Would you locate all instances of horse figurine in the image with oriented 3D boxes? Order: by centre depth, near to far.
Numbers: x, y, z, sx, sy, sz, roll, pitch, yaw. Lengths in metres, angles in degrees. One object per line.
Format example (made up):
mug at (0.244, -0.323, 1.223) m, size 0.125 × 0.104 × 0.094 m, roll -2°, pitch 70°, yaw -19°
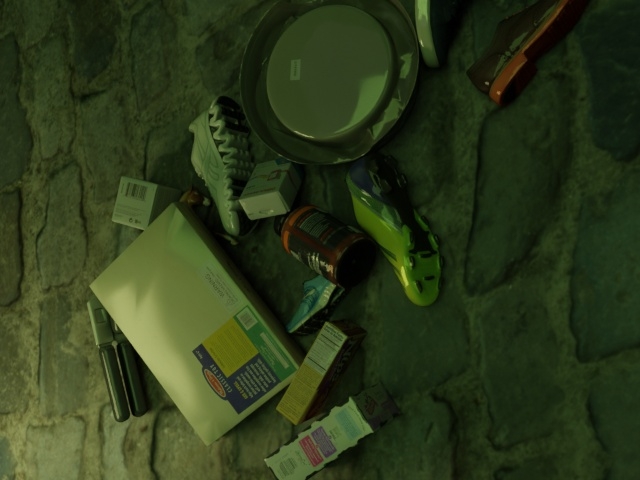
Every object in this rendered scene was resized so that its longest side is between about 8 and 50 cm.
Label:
horse figurine at (-0.282, 0.036, 1.307) m, size 0.174 × 0.066 × 0.263 m, roll 37°, pitch 98°, yaw 14°

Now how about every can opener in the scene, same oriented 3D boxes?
can opener at (-0.429, 0.239, 1.340) m, size 0.093 × 0.074 × 0.280 m, roll -26°, pitch 76°, yaw 57°

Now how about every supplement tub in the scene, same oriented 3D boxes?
supplement tub at (0.000, 0.000, 1.152) m, size 0.198 × 0.106 × 0.106 m, roll 33°, pitch 99°, yaw 39°

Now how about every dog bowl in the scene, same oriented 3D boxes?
dog bowl at (0.024, -0.303, 1.179) m, size 0.348 × 0.102 × 0.349 m, roll -2°, pitch 84°, yaw 23°

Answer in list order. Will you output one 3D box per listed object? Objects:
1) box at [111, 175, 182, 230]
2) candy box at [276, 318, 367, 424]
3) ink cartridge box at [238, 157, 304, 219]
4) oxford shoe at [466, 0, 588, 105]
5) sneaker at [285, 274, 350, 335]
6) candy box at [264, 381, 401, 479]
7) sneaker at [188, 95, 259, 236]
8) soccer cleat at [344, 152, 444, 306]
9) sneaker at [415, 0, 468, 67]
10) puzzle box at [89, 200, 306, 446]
box at (-0.366, -0.074, 1.339) m, size 0.101 × 0.087 × 0.102 m, roll 14°, pitch 92°, yaw 24°
candy box at (0.004, 0.233, 1.143) m, size 0.053 × 0.109 × 0.187 m, roll 34°, pitch 99°, yaw 22°
ink cartridge box at (-0.091, -0.101, 1.201) m, size 0.088 × 0.052 × 0.122 m, roll -11°, pitch 38°, yaw 24°
oxford shoe at (0.350, -0.361, 1.048) m, size 0.098 × 0.097 × 0.271 m, roll 44°, pitch 103°, yaw 26°
sneaker at (-0.011, 0.112, 1.195) m, size 0.162 × 0.063 × 0.073 m, roll -50°, pitch 56°, yaw 5°
candy box at (0.026, 0.337, 1.095) m, size 0.196 × 0.165 × 0.070 m, roll -40°, pitch 72°, yaw 16°
sneaker at (-0.194, -0.138, 1.268) m, size 0.118 × 0.110 × 0.292 m, roll -22°, pitch 69°, yaw 28°
soccer cleat at (0.129, -0.015, 1.135) m, size 0.121 × 0.093 × 0.289 m, roll -32°, pitch 77°, yaw 50°
sneaker at (0.252, -0.470, 1.081) m, size 0.148 × 0.131 × 0.350 m, roll 8°, pitch 93°, yaw 17°
puzzle box at (-0.242, 0.164, 1.238) m, size 0.272 × 0.052 × 0.409 m, roll -40°, pitch 84°, yaw 19°
